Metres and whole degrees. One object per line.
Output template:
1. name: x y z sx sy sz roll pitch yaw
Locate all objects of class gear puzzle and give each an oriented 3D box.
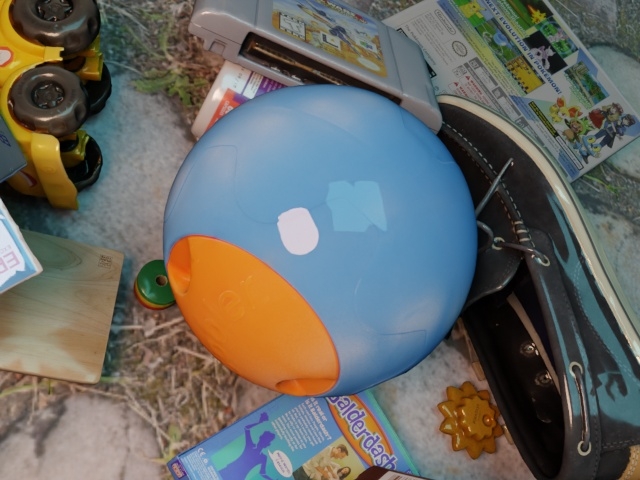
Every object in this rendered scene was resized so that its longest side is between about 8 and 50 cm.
1. gear puzzle: 0.272 0.160 0.909 0.339 0.044 0.175 -15 73 -31

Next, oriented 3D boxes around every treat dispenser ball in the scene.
1. treat dispenser ball: 0.000 0.000 0.702 0.288 0.288 0.288 11 62 -21

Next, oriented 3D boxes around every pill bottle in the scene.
1. pill bottle: -0.039 -0.125 0.860 0.194 0.108 0.108 27 57 -12

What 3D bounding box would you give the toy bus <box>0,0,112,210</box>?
1. toy bus: -0.318 -0.151 0.728 0.212 0.149 0.220 2 67 -11

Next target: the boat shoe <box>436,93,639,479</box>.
1. boat shoe: 0.204 0.038 0.838 0.156 0.187 0.500 -13 64 -21

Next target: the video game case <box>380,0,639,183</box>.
1. video game case: 0.258 -0.216 1.059 0.300 0.036 0.329 -31 81 -22

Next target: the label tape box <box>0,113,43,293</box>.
1. label tape box: -0.387 -0.058 0.597 0.249 0.115 0.347 -31 83 -2

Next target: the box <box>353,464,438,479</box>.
1. box: 0.081 0.328 0.627 0.167 0.168 0.203 -32 103 -34

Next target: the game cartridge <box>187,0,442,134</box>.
1. game cartridge: -0.002 -0.232 0.877 0.297 0.062 0.198 20 40 -18

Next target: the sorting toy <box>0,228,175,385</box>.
1. sorting toy: -0.271 0.061 0.694 0.275 0.046 0.132 14 61 -20

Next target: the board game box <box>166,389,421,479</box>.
1. board game box: -0.017 0.229 0.733 0.210 0.047 0.160 -25 78 -33
